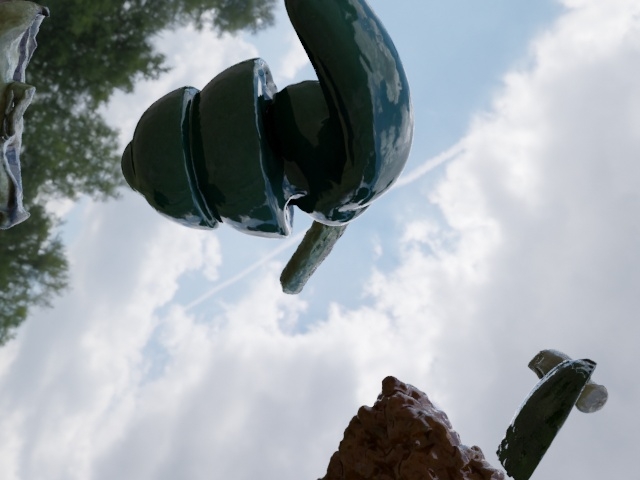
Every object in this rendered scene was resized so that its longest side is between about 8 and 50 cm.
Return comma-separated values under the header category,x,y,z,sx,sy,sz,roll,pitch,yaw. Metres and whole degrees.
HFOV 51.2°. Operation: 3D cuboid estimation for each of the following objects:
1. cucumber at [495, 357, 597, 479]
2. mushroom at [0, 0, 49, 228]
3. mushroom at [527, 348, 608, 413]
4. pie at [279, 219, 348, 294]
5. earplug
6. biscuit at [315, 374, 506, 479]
category,x,y,z,sx,sy,sz,roll,pitch,yaw
cucumber,0.508,0.399,1.530,0.105,0.145,0.325,33,-69,21
mushroom,-0.497,-0.196,1.013,0.247,0.130,0.344,15,-81,62
mushroom,0.597,0.333,1.641,0.247,0.096,0.108,-144,-127,-72
pie,0.000,0.000,1.531,0.306,0.071,0.306,-54,178,-2
earplug,-0.055,-0.083,0.564,0.280,0.257,0.163,-10,-93,14
biscuit,0.138,0.423,1.073,0.318,0.110,0.312,41,-69,44
